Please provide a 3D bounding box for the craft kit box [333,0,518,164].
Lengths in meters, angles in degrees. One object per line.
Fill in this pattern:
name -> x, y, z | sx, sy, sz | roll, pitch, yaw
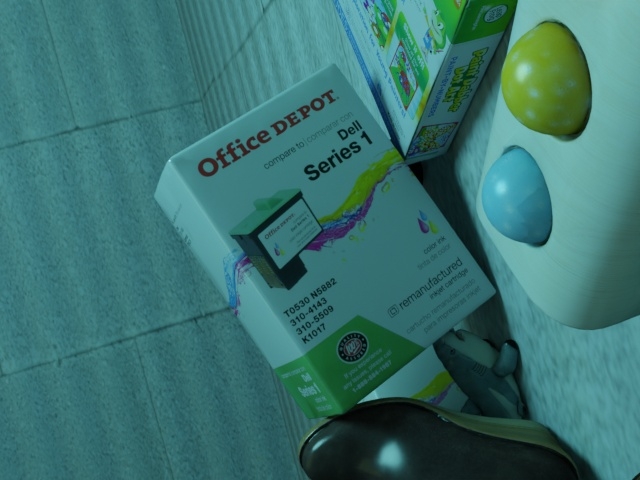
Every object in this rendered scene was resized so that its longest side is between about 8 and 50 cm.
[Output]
craft kit box -> 0.075, -0.236, 0.735 | 0.247, 0.060, 0.250 | 99, 153, -67

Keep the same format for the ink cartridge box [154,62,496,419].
ink cartridge box -> 0.000, 0.000, 0.793 | 0.278, 0.201, 0.117 | 55, 159, 2

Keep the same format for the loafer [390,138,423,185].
loafer -> 0.076, -0.062, 0.923 | 0.170, 0.062, 0.061 | 95, 161, -54

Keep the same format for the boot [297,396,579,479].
boot -> 0.093, 0.217, 0.672 | 0.207, 0.248, 0.090 | -73, -22, -69

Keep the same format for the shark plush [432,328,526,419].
shark plush -> 0.160, 0.163, 0.802 | 0.073, 0.067, 0.161 | -160, 56, -74

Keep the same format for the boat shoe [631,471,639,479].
boat shoe -> 0.232, 0.151, 0.490 | 0.178, 0.060, 0.064 | 98, 154, -60

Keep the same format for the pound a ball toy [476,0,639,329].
pound a ball toy -> 0.165, -0.074, 0.351 | 0.319, 0.135, 0.208 | 89, 161, -50

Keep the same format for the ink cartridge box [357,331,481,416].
ink cartridge box -> 0.107, 0.204, 0.961 | 0.207, 0.119, 0.354 | 92, 158, -55
